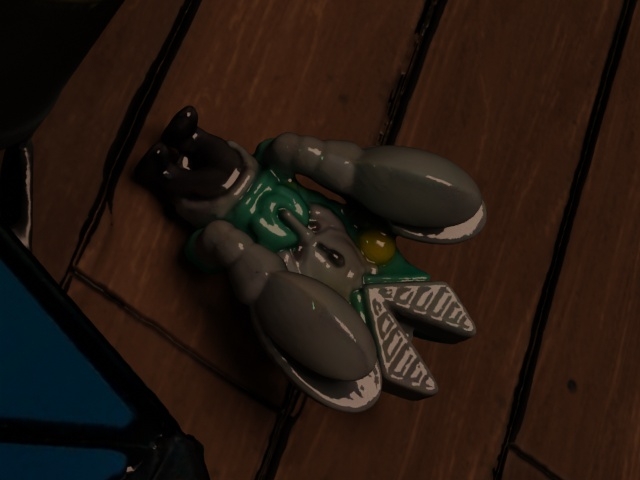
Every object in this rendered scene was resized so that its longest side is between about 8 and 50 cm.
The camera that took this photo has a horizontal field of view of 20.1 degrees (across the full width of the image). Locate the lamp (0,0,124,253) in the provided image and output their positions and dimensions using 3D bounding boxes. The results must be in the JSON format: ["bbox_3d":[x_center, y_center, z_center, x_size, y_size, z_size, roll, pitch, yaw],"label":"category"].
[{"bbox_3d":[-0.204,-0.186,1.077,0.205,0.272,0.374,7,69,-35],"label":"lamp"}]

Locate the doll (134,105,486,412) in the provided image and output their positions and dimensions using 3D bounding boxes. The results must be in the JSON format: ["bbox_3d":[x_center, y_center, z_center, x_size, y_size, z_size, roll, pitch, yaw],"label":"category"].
[{"bbox_3d":[-0.006,0.019,1.245,0.258,0.153,0.195,12,78,-15],"label":"doll"}]

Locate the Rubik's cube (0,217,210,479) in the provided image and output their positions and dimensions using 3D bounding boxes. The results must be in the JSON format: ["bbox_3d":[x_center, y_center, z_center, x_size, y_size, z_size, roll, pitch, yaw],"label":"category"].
[{"bbox_3d":[-0.204,0.153,0.876,0.246,0.250,0.248,-33,52,-19],"label":"Rubik's cube"}]
